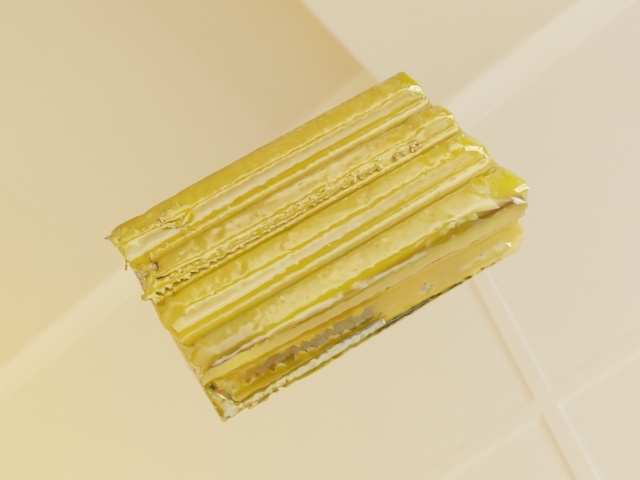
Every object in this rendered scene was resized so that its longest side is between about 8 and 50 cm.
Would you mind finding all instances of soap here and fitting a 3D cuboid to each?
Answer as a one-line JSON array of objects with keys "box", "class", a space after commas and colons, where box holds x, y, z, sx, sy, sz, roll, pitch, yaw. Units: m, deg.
[{"box": [-0.001, 0.000, 0.839, 0.325, 0.096, 0.204, -29, -129, -11], "class": "soap"}]
